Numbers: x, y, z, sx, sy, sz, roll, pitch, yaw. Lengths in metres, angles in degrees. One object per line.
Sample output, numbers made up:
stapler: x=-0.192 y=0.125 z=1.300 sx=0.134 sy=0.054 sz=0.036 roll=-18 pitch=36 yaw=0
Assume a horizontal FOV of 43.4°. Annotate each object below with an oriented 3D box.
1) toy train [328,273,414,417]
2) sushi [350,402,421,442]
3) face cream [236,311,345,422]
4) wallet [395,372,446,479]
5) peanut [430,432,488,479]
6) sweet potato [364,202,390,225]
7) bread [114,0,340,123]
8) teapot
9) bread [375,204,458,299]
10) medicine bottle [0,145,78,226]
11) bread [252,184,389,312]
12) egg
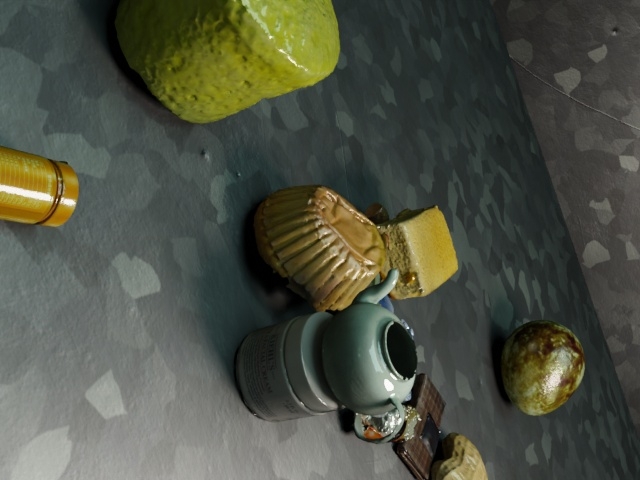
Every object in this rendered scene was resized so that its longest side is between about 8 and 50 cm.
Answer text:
toy train: x=0.105 y=0.207 z=1.642 sx=0.202 sy=0.131 sz=0.300 roll=60 pitch=18 yaw=-24
sushi: x=0.146 y=0.378 z=1.700 sx=0.226 sy=0.103 sz=0.097 roll=28 pitch=52 yaw=-58
face cream: x=-0.041 y=0.228 z=1.436 sx=0.177 sy=0.153 sz=0.177 roll=34 pitch=47 yaw=-46
wallet: x=0.237 y=0.432 z=1.870 sx=0.124 sy=0.042 sz=0.230 roll=53 pitch=35 yaw=-24
peanut: x=0.332 y=0.565 z=1.890 sx=0.197 sy=0.110 sz=0.233 roll=60 pitch=36 yaw=-20
sweet potato: x=0.188 y=0.014 z=1.974 sx=0.281 sy=0.059 sz=0.067 roll=52 pitch=-3 yaw=-36
bread: x=-0.156 y=-0.385 z=1.399 sx=0.348 sy=0.307 sz=0.348 roll=33 pitch=44 yaw=-40
teapot: x=0.092 y=0.202 z=1.385 sx=0.193 sy=0.129 sz=0.294 roll=27 pitch=52 yaw=-47
bread: x=0.212 y=0.025 z=1.834 sx=0.274 sy=0.114 sz=0.185 roll=-26 pitch=100 yaw=-63
medicine bottle: x=-0.421 y=-0.076 z=1.046 sx=0.192 sy=0.096 sz=0.096 roll=11 pitch=66 yaw=-54
bread: x=0.000 y=0.000 z=1.563 sx=0.274 sy=0.149 sz=0.274 roll=31 pitch=37 yaw=-27
egg: x=0.641 y=0.370 z=2.338 sx=0.238 sy=0.238 sz=0.289 roll=52 pitch=50 yaw=-30
